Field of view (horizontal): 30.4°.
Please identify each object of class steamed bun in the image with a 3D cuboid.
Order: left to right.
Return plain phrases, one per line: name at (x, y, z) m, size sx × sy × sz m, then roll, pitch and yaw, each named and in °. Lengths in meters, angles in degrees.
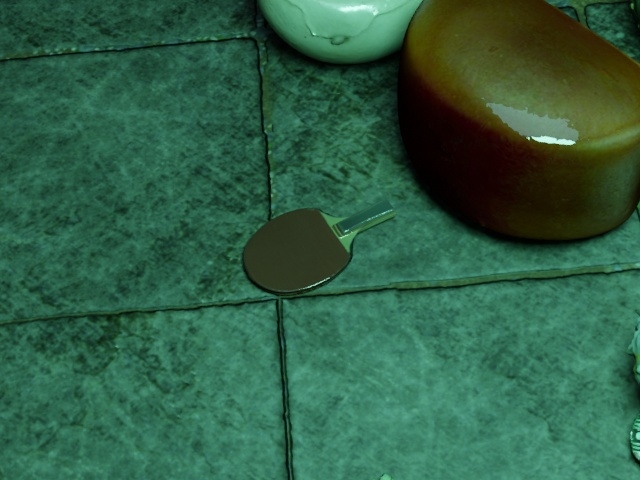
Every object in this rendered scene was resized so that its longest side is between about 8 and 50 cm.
steamed bun at (0.042, -0.374, 1.764) m, size 0.283 × 0.177 × 0.283 m, roll 0°, pitch 56°, yaw 0°
steamed bun at (0.247, -0.161, 1.554) m, size 0.248 × 0.235 × 0.379 m, roll -35°, pitch 60°, yaw -26°

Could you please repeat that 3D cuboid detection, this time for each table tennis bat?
table tennis bat at (0.000, 0.000, 1.590) m, size 0.220 × 0.019 × 0.130 m, roll -26°, pitch 55°, yaw -13°

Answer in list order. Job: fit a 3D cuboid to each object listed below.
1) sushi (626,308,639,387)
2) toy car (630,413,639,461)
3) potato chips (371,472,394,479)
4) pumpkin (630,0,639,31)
sushi at (0.471, 0.114, 1.322) m, size 0.184 × 0.274 × 0.139 m, roll 12°, pitch 62°, yaw -14°
toy car at (0.431, 0.234, 1.360) m, size 0.142 × 0.055 × 0.069 m, roll 4°, pitch 76°, yaw 20°
potato chips at (0.068, 0.358, 1.314) m, size 0.092 × 0.028 × 0.207 m, roll -12°, pitch 55°, yaw -6°
pumpkin at (0.583, -0.366, 1.671) m, size 0.292 × 0.257 × 0.327 m, roll 15°, pitch 48°, yaw -1°
